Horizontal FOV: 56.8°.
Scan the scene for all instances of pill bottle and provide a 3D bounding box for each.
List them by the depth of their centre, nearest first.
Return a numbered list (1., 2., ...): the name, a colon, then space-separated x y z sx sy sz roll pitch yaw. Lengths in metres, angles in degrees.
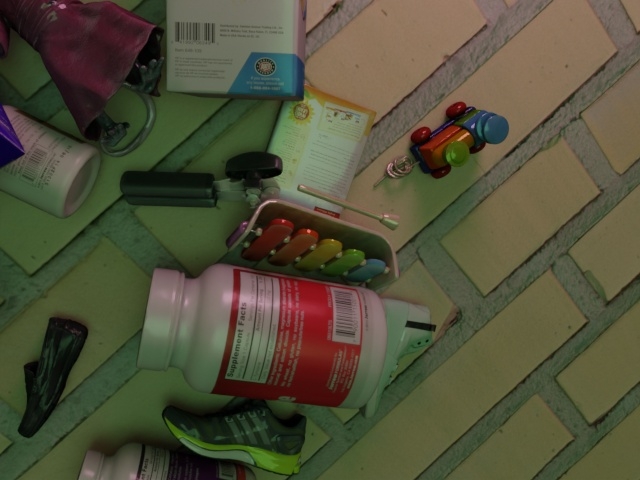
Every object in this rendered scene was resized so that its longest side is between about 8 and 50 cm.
1. pill bottle: -0.487 -0.140 0.948 0.229 0.131 0.131 26 94 -6
2. pill bottle: -0.107 0.166 1.057 0.408 0.229 0.229 11 99 -15
3. pill bottle: -0.292 0.487 1.104 0.323 0.181 0.181 18 97 -16

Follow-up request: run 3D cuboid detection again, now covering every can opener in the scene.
1. can opener: -0.206 -0.101 1.047 0.280 0.074 0.093 -3 64 -3

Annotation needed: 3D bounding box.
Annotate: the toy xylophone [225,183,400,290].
1. toy xylophone: 0.000 0.000 1.063 0.322 0.236 0.081 14 67 -12

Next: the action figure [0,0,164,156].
1. action figure: -0.403 -0.345 0.927 0.370 0.276 0.248 42 84 2

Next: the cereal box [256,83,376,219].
1. cereal box: -0.016 -0.155 1.106 0.173 0.047 0.240 18 98 -14

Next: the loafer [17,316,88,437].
1. loafer: -0.495 0.244 1.064 0.078 0.076 0.223 24 90 -12

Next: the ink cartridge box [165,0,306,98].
1. ink cartridge box: -0.124 -0.366 0.939 0.198 0.197 0.270 3 101 2

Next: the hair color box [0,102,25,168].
1. hair color box: -0.577 -0.212 0.833 0.185 0.110 0.339 -33 68 -5

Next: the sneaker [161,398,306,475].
1. sneaker: -0.162 0.361 1.161 0.300 0.111 0.121 22 84 -21

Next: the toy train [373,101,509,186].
1. toy train: 0.226 -0.160 1.113 0.248 0.143 0.105 -36 107 -4

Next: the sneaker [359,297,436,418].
1. sneaker: 0.158 0.247 1.208 0.151 0.094 0.256 6 101 -17
